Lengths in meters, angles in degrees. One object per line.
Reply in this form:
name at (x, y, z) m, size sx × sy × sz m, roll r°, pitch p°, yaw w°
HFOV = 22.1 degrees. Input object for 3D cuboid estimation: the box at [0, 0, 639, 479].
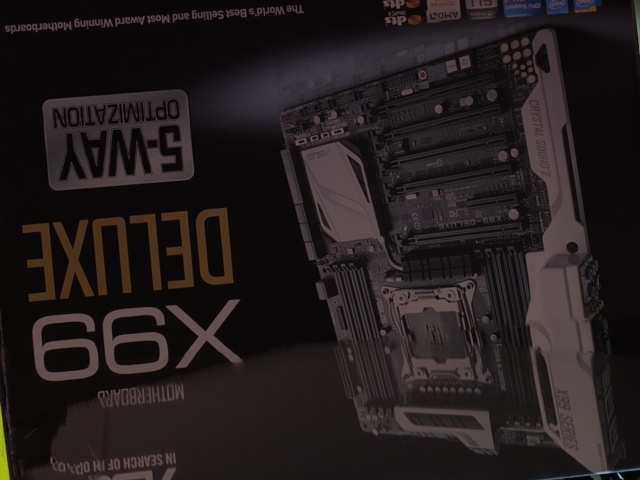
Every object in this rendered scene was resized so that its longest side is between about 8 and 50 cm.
box at (0.000, 0.000, 0.771) m, size 0.076 × 0.307 × 0.242 m, roll 165°, pitch 100°, yaw -84°

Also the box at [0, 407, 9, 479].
box at (-0.110, 0.022, 1.008) m, size 0.177 × 0.279 × 0.290 m, roll 40°, pitch 142°, yaw 24°

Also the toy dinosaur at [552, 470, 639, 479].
toy dinosaur at (0.124, 0.143, 0.939) m, size 0.322 × 0.164 × 0.218 m, roll 89°, pitch 156°, yaw -68°
